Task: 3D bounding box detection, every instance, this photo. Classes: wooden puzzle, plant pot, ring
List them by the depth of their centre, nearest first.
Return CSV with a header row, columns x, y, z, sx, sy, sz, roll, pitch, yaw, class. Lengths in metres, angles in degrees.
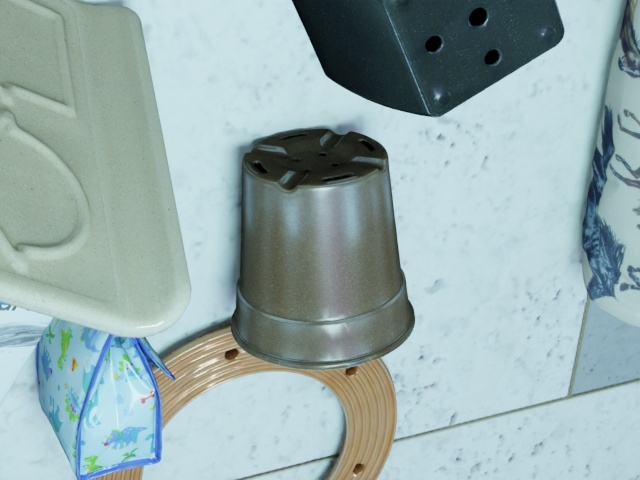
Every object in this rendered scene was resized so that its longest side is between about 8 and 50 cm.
x,y,z,sx,sy,sz,roll,pitch,yaw,class
-0.269,-0.088,0.851,0.347,0.322,0.080,16,131,-33,wooden puzzle
0.085,-0.206,1.039,0.187,0.167,0.188,-31,131,-4,plant pot
0.000,0.000,1.148,0.167,0.167,0.165,-12,119,-20,plant pot
-0.078,0.213,1.328,0.336,0.032,0.337,-13,127,-18,ring

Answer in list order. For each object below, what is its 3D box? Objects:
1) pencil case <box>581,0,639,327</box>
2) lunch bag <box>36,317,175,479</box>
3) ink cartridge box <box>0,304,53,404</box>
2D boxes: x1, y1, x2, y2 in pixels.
x,y,z,sx,sy,sz,roll,pitch,yaw,class
0.359,-0.104,1.252,0.183,0.160,0.410,-2,123,-9,pencil case
-0.189,0.105,1.133,0.096,0.129,0.151,-13,124,-25,lunch bag
-0.321,0.055,0.997,0.283,0.117,0.207,-57,152,16,ink cartridge box
